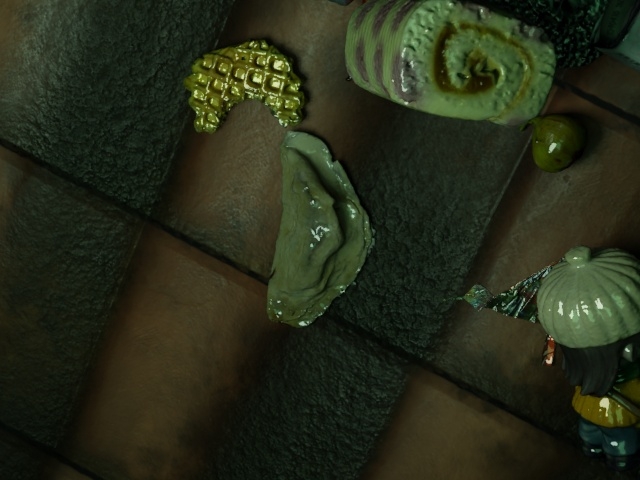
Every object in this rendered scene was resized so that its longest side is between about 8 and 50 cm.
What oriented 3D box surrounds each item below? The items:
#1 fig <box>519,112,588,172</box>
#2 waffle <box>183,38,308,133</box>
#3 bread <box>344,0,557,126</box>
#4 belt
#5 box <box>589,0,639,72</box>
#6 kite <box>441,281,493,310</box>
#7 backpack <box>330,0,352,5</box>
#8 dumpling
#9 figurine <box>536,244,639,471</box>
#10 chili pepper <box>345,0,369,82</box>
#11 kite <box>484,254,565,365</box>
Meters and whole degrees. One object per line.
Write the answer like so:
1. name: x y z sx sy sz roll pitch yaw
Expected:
1. fig: 0.339 -0.152 1.695 0.098 0.082 0.084 51 148 13
2. waffle: -0.119 -0.230 1.807 0.194 0.051 0.149 -14 100 18
3. bread: 0.152 -0.239 1.480 0.187 0.338 0.155 9 99 -12
4. belt: 0.292 -0.377 1.591 0.207 0.160 0.295 -28 100 2
5. box: 0.545 -0.255 1.516 0.370 0.112 0.190 27 95 -13
6. kite: 0.233 0.095 1.830 0.078 0.002 0.044 -27 98 20
7. backpack: 0.031 -0.490 1.522 0.283 0.317 0.197 -49 60 2
8. dumpling: -0.004 0.001 1.828 0.166 0.086 0.332 10 112 15
9. figurine: 0.411 0.171 1.700 0.205 0.185 0.332 -1 102 -29
10. chili pepper: 0.128 -0.341 1.681 0.144 0.136 0.252 17 103 42
11. kite: 0.371 0.109 1.792 0.232 0.009 0.189 14 108 10
